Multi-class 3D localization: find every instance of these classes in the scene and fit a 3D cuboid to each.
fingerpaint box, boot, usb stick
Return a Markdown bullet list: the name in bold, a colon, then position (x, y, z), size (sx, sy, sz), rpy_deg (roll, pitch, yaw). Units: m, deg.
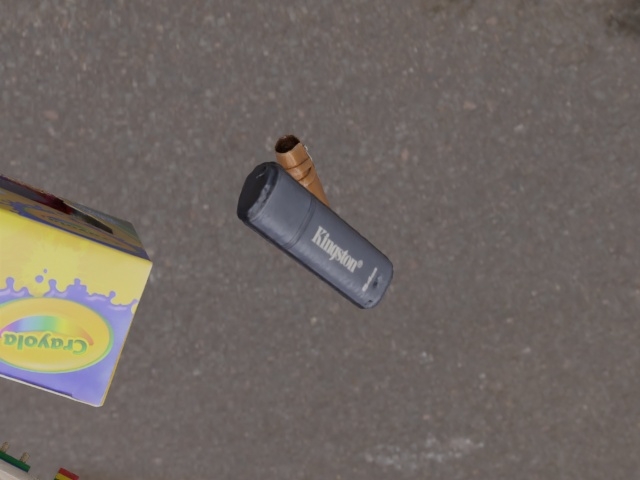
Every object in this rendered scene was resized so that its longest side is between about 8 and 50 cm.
- **fingerpaint box**: position (-0.422, -0.006, 1.150), size (0.444, 0.371, 0.163), rpy_deg (20, 92, -14)
- **boot**: position (-0.021, -0.063, 1.579), size (0.073, 0.197, 0.152), rpy_deg (-21, 116, -8)
- **usb stick**: position (0.000, 0.000, 1.240), size (0.045, 0.077, 0.278), rpy_deg (12, 162, 39)

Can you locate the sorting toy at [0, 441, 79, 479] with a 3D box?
- **sorting toy**: position (-0.336, 0.279, 1.180), size (0.274, 0.046, 0.132), rpy_deg (28, 129, -6)
